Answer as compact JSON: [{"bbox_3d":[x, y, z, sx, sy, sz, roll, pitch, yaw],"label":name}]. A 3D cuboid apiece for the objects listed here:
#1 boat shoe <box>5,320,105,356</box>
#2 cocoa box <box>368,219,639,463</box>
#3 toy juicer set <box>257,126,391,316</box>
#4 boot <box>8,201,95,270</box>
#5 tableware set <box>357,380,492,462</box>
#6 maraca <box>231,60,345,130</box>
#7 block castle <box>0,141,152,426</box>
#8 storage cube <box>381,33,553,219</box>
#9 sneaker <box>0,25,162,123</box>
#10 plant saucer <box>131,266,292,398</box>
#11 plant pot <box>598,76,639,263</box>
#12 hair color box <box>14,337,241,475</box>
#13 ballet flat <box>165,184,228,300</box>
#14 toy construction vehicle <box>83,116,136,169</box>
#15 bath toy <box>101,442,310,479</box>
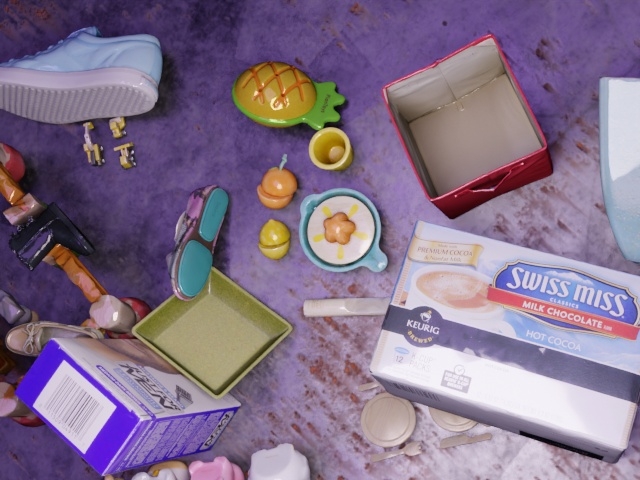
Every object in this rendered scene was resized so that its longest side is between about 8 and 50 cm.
[{"bbox_3d":[-0.411,0.151,1.477,0.153,0.048,0.056,4,80,4],"label":"boat shoe"},{"bbox_3d":[0.275,0.143,1.347,0.347,0.231,0.228,15,77,17],"label":"cocoa box"},{"bbox_3d":[0.000,0.000,1.541,0.209,0.089,0.329,-24,77,12],"label":"toy juicer set"},{"bbox_3d":[-0.423,0.007,1.508,0.099,0.045,0.121,-44,72,-7],"label":"boot"},{"bbox_3d":[0.158,0.266,1.482,0.194,0.039,0.128,-14,63,9],"label":"tableware set"},{"bbox_3d":[-0.054,-0.236,1.587,0.186,0.099,0.127,13,59,4],"label":"maraca"},{"bbox_3d":[-0.532,0.069,1.635,0.303,0.213,0.453,-41,79,-5],"label":"block castle"},{"bbox_3d":[0.224,-0.159,1.442,0.184,0.193,0.215,-25,77,12],"label":"storage cube"},{"bbox_3d":[-0.440,-0.302,1.711,0.366,0.135,0.150,3,63,16],"label":"sneaker"},{"bbox_3d":[-0.174,0.154,1.556,0.188,0.045,0.188,35,53,18],"label":"plant saucer"},{"bbox_3d":[0.504,-0.095,1.331,0.247,0.248,0.252,6,100,17],"label":"plant pot"},{"bbox_3d":[-0.277,0.240,1.458,0.185,0.339,0.110,37,95,18],"label":"hair color box"},{"bbox_3d":[-0.214,0.006,1.595,0.079,0.077,0.221,-10,53,36],"label":"ballet flat"},{"bbox_3d":[-0.377,-0.170,1.706,0.086,0.035,0.098,-13,79,15],"label":"toy construction vehicle"},{"bbox_3d":[-0.176,0.403,1.521,0.348,0.151,0.129,-11,118,12],"label":"bath toy"}]
